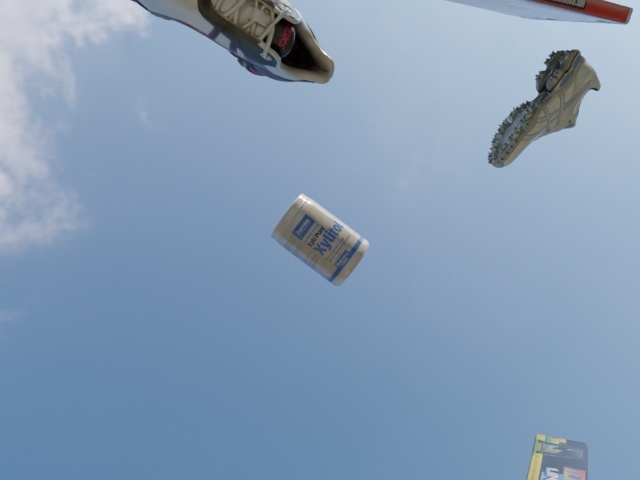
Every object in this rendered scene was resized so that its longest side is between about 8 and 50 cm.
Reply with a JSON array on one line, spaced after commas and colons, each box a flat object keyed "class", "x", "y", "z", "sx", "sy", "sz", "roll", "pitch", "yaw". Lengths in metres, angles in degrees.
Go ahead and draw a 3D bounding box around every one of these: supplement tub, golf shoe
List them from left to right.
[{"class": "golf shoe", "x": -0.082, "y": -0.238, "z": 0.562, "sx": 0.272, "sy": 0.120, "sz": 0.105, "roll": 13, "pitch": -72, "yaw": -58}, {"class": "supplement tub", "x": 0.000, "y": 0.000, "z": 0.704, "sx": 0.107, "sy": 0.071, "sz": 0.071, "roll": 36, "pitch": -94, "yaw": 0}, {"class": "golf shoe", "x": 0.299, "y": -0.159, "z": 0.750, "sx": 0.086, "sy": 0.069, "sz": 0.176, "roll": 30, "pitch": -73, "yaw": -18}]

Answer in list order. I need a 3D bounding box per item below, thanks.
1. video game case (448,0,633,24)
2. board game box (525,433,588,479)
[{"class": "video game case", "x": 0.248, "y": -0.337, "z": 0.782, "sx": 0.284, "sy": 0.204, "sz": 0.025, "roll": 0, "pitch": -68, "yaw": -25}, {"class": "board game box", "x": 0.182, "y": 0.254, "z": 0.444, "sx": 0.048, "sy": 0.170, "sz": 0.141, "roll": 2, "pitch": -85, "yaw": 25}]
